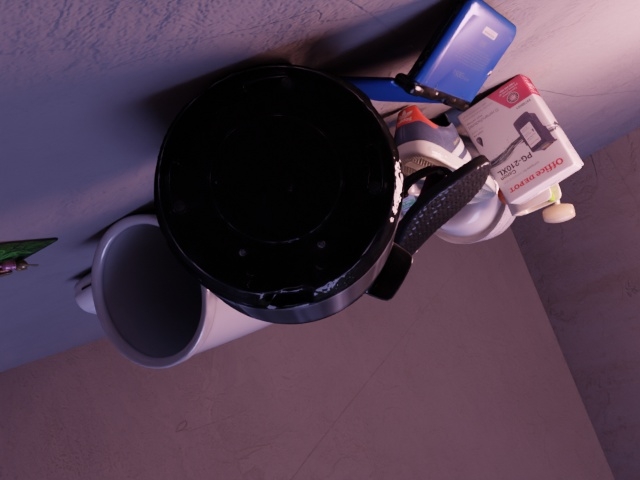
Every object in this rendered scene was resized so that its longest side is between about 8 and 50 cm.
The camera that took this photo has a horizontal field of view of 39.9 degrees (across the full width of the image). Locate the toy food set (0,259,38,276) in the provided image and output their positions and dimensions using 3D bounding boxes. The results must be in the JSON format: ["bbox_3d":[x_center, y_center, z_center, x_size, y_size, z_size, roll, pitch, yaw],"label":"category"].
[{"bbox_3d":[-0.659,0.058,1.847,0.122,0.019,0.078,-15,174,12],"label":"toy food set"}]

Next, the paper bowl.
[{"bbox_3d":[0.366,-0.132,2.282,0.284,0.284,0.148,-27,170,39],"label":"paper bowl"}]

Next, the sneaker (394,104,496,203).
[{"bbox_3d":[0.278,-0.189,1.930,0.131,0.148,0.350,-17,154,30],"label":"sneaker"}]

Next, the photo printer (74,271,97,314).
[{"bbox_3d":[-0.475,0.132,2.339,0.256,0.107,0.307,-20,157,23],"label":"photo printer"}]

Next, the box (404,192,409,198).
[{"bbox_3d":[0.044,-0.127,1.899,0.167,0.169,0.203,-11,167,-45],"label":"box"}]

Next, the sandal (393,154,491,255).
[{"bbox_3d":[0.188,-0.058,1.842,0.167,0.107,0.446,-21,163,-36],"label":"sandal"}]

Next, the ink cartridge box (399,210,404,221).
[{"bbox_3d":[0.026,0.035,2.310,0.384,0.160,0.279,-27,169,20],"label":"ink cartridge box"}]

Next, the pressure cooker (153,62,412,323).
[{"bbox_3d":[-0.060,-0.052,1.412,0.375,0.370,0.420,-17,169,-1],"label":"pressure cooker"}]

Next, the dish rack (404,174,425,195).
[{"bbox_3d":[0.188,-0.144,2.118,0.285,0.072,0.332,7,-177,39],"label":"dish rack"}]

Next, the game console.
[{"bbox_3d":[0.163,-0.312,1.474,0.250,0.173,0.293,-57,160,17],"label":"game console"}]

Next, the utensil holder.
[{"bbox_3d":[-0.268,0.087,2.006,0.327,0.328,0.385,-25,173,31],"label":"utensil holder"}]

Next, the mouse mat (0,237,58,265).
[{"bbox_3d":[-0.643,0.029,1.779,0.152,0.007,0.189,-25,170,29],"label":"mouse mat"}]

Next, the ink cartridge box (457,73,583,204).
[{"bbox_3d":[0.447,-0.222,1.975,0.172,0.237,0.100,-34,168,24],"label":"ink cartridge box"}]

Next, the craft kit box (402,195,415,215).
[{"bbox_3d":[0.163,-0.079,2.450,0.249,0.061,0.246,-24,135,22],"label":"craft kit box"}]

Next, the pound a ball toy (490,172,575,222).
[{"bbox_3d":[0.479,-0.178,2.133,0.135,0.319,0.208,-24,172,25],"label":"pound a ball toy"}]
